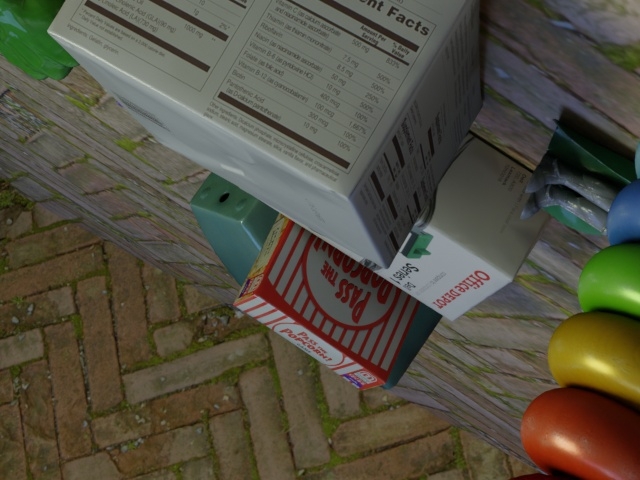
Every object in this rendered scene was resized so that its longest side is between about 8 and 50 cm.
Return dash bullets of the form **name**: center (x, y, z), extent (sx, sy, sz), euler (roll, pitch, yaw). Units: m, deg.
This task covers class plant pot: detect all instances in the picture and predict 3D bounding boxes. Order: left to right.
- **plant pot**: center (0.000, 0.000, 1.360), extent (0.234, 0.165, 0.165), euler (43, 167, -34)

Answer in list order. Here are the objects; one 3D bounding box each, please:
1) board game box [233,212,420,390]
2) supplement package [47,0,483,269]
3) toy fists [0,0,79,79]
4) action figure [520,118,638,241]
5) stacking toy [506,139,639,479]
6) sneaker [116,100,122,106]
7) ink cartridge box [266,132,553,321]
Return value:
- **board game box**: center (0.027, 0.013, 1.234), extent (0.146, 0.194, 0.045), euler (35, 152, -19)
- **supplement package**: center (-0.018, -0.109, 0.883), extent (0.204, 0.145, 0.262), euler (30, 175, 11)
- **toy fists**: center (-0.323, -0.242, 1.357), extent (0.279, 0.096, 0.142), euler (25, 158, 40)
- **action figure**: center (0.252, 0.006, 0.948), extent (0.232, 0.063, 0.137), euler (26, 165, 14)
- **stacking toy**: center (0.162, 0.047, 0.630), extent (0.141, 0.330, 0.141), euler (31, 170, 6)
- **sneaker**: center (-0.185, -0.161, 1.384), extent (0.068, 0.071, 0.170), euler (34, 170, -10)
- **ink cartridge box**: center (0.063, -0.039, 1.127), extent (0.219, 0.093, 0.160), euler (32, 161, -2)
